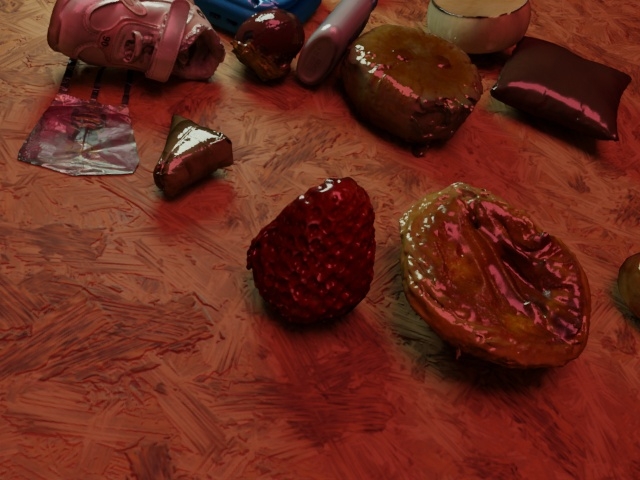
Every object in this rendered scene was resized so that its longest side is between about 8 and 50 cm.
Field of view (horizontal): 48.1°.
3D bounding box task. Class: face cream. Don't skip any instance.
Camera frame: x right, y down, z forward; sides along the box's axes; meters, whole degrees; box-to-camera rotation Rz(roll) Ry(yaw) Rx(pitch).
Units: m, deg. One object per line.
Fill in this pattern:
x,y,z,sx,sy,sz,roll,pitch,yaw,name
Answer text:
0.052,-0.483,1.622,0.080,0.163,0.337,35,47,-5,face cream

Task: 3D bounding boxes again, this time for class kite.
-0.435,-0.251,1.350,0.204,0.022,0.360,6,48,-14,kite

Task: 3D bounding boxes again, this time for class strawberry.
0.000,0.000,1.104,0.205,0.244,0.205,9,44,-9,strawberry

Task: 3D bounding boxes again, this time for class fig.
0.645,0.128,1.289,0.159,0.159,0.257,-4,67,-21,fig

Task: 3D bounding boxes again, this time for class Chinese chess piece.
0.397,-0.568,1.806,0.257,0.104,0.257,-4,40,3,Chinese chess piece

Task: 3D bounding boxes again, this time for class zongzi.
-0.266,-0.164,1.292,0.176,0.078,0.160,33,47,26,zongzi

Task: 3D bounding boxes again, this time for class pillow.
0.584,-0.370,1.724,0.305,0.108,0.308,24,46,9,pillow

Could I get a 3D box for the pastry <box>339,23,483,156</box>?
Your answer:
0.203,-0.345,1.560,0.329,0.136,0.330,10,47,-11,pastry

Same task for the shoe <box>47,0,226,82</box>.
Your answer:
-0.342,-0.405,1.398,0.198,0.172,0.351,43,41,19,shoe

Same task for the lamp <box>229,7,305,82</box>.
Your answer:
-0.105,-0.415,1.532,0.135,0.157,0.156,65,10,-3,lamp

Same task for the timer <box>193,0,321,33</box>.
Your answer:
-0.164,-0.613,1.707,0.309,0.115,0.340,24,46,9,timer

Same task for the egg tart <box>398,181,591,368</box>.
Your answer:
0.268,0.080,1.181,0.351,0.153,0.339,27,47,7,egg tart
